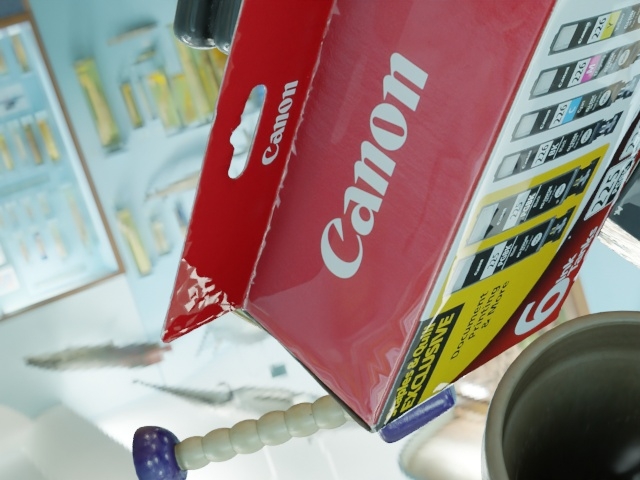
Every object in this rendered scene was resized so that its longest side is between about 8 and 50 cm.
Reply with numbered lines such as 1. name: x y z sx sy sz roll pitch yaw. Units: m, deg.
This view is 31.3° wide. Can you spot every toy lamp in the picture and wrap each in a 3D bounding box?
1. toy lamp: -0.021 0.156 0.971 0.275 0.080 0.080 -19 -172 13

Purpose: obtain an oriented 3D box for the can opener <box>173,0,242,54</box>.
1. can opener: -0.037 -0.278 0.853 0.076 0.283 0.095 16 -171 27

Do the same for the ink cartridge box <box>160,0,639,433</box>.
1. ink cartridge box: 0.072 -0.054 0.651 0.272 0.309 0.130 -24 -126 -41

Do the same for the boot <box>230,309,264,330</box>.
1. boot: 0.000 0.000 1.151 0.262 0.203 0.095 21 -173 -44

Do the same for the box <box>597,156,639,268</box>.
1. box: 0.380 -0.034 1.332 0.103 0.261 0.184 -57 -150 3

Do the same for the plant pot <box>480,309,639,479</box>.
1. plant pot: 0.260 0.231 0.994 0.263 0.263 0.229 -21 146 -16
